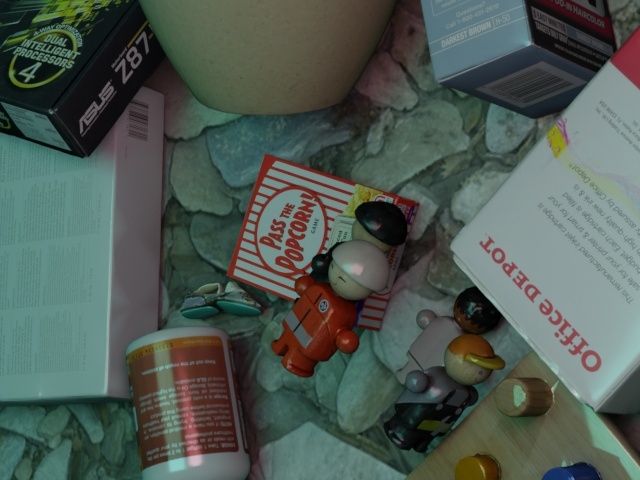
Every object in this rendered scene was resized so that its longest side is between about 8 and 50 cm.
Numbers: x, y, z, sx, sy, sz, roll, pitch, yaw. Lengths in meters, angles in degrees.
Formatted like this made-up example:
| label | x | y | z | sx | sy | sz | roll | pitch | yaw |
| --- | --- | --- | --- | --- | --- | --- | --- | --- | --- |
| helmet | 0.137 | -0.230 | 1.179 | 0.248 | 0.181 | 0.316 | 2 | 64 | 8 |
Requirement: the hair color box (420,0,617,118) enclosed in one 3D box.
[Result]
| label | x | y | z | sx | sy | sz | roll | pitch | yaw |
| --- | --- | --- | --- | --- | --- | --- | --- | --- | --- |
| hair color box | 0.176 | -0.326 | 1.521 | 0.113 | 0.185 | 0.374 | -20 | 71 | 34 |

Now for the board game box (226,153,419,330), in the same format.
| label | x | y | z | sx | sy | sz | roll | pitch | yaw |
| --- | --- | --- | --- | --- | --- | --- | --- | --- | --- |
| board game box | 0.000 | 0.000 | 1.679 | 0.193 | 0.045 | 0.147 | 19 | 93 | 37 |

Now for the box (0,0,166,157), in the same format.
| label | x | y | z | sx | sy | sz | roll | pitch | yaw |
| --- | --- | --- | --- | --- | --- | --- | --- | --- | --- |
| box | -0.344 | -0.279 | 1.867 | 0.395 | 0.097 | 0.318 | 18 | 62 | 37 |

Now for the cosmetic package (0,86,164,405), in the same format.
| label | x | y | z | sx | sy | sz | roll | pitch | yaw |
| --- | --- | --- | --- | --- | --- | --- | --- | --- | --- |
| cosmetic package | -0.328 | 0.012 | 1.883 | 0.284 | 0.097 | 0.377 | -5 | 78 | 33 |

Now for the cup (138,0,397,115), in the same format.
| label | x | y | z | sx | sy | sz | roll | pitch | yaw |
| --- | --- | --- | --- | --- | --- | --- | --- | --- | --- |
| cup | -0.055 | -0.267 | 1.630 | 0.331 | 0.331 | 0.237 | 15 | 115 | 37 |

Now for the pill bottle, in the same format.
| label | x | y | z | sx | sy | sz | roll | pitch | yaw |
| --- | --- | --- | --- | --- | --- | --- | --- | --- | --- |
| pill bottle | -0.144 | 0.211 | 1.700 | 0.121 | 0.121 | 0.216 | -21 | 70 | 32 |

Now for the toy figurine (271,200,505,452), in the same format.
| label | x | y | z | sx | sy | sz | roll | pitch | yaw |
| --- | --- | --- | --- | --- | --- | --- | --- | --- | --- |
| toy figurine | 0.076 | 0.078 | 1.500 | 0.209 | 0.213 | 0.148 | 36 | 108 | 0 |

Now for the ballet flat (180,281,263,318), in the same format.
| label | x | y | z | sx | sy | sz | roll | pitch | yaw |
| --- | --- | --- | --- | --- | --- | --- | --- | --- | --- |
| ballet flat | -0.112 | 0.066 | 1.755 | 0.114 | 0.041 | 0.041 | -5 | 79 | 34 |

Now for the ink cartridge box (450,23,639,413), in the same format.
| label | x | y | z | sx | sy | sz | roll | pitch | yaw |
| --- | --- | --- | --- | --- | --- | --- | --- | --- | --- |
| ink cartridge box | 0.304 | -0.024 | 1.412 | 0.306 | 0.131 | 0.226 | -50 | 58 | 20 |

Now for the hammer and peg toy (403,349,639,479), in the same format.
| label | x | y | z | sx | sy | sz | roll | pitch | yaw |
| --- | --- | --- | --- | --- | --- | --- | --- | --- | --- |
| hammer and peg toy | 0.234 | 0.306 | 1.406 | 0.266 | 0.127 | 0.361 | -49 | 61 | 21 |
